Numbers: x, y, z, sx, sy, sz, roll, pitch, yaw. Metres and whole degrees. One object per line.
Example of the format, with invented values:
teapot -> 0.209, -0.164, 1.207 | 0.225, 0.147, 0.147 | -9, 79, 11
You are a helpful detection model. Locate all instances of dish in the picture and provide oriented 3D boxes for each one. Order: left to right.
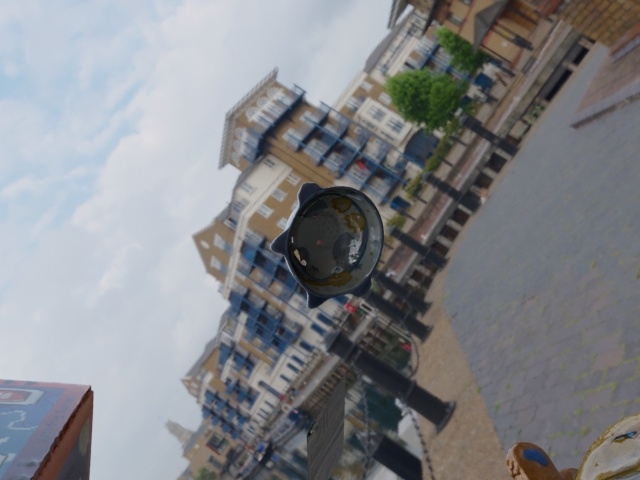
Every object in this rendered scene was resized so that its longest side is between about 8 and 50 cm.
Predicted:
dish -> 0.000, 0.000, 1.003 | 0.227, 0.237, 0.086 | -15, 17, -25

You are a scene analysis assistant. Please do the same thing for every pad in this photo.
pad -> 0.016, 0.408, 1.086 | 0.159, 0.009, 0.265 | -47, -34, -47

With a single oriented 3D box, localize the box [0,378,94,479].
box -> -0.361, 0.255, 0.340 | 0.318, 0.348, 0.257 | -128, 44, -77

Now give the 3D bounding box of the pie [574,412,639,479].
pie -> 0.422, 0.325, 0.732 | 0.273, 0.069, 0.273 | -42, -13, -12

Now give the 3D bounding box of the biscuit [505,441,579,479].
biscuit -> 0.356, 0.483, 0.802 | 0.049, 0.205, 0.324 | -44, 20, 52
